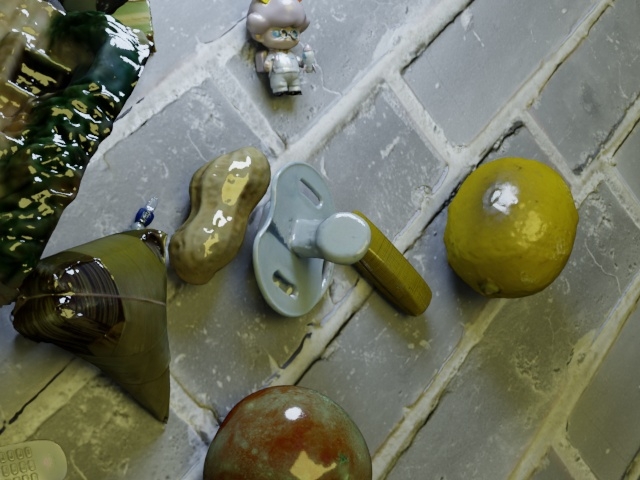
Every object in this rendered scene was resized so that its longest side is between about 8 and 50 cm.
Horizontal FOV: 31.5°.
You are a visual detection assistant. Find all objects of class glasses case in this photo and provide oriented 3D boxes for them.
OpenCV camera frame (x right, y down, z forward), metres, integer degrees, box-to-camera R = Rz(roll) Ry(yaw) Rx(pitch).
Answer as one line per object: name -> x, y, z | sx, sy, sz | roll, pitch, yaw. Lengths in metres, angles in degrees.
glasses case -> 0.117, 0.046, 2.092 | 0.234, 0.064, 0.079 | 47, 52, -16

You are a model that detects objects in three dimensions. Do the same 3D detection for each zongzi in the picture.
zongzi -> -0.311, 0.160, 1.641 | 0.289, 0.154, 0.318 | -27, 107, -63

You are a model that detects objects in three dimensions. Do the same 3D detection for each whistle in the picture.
whistle -> -0.289, -0.035, 1.841 | 0.033, 0.029, 0.083 | 31, 66, -7

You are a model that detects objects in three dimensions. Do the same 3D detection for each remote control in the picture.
remote control -> -0.467, 0.331, 1.587 | 0.229, 0.044, 0.073 | -9, 70, -30

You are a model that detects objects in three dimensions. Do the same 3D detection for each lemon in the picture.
lemon -> 0.367, -0.025, 2.185 | 0.260, 0.260, 0.284 | 36, 35, -23

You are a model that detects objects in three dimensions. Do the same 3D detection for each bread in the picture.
bread -> -0.350, -0.352, 1.904 | 0.139, 0.084, 0.074 | -9, 80, -7

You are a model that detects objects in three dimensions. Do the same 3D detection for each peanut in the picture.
peanut -> -0.171, -0.048, 1.879 | 0.125, 0.111, 0.274 | 34, 58, -19

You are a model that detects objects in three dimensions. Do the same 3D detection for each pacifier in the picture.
pacifier -> 0.000, 0.000, 1.935 | 0.227, 0.207, 0.279 | 40, 55, -42

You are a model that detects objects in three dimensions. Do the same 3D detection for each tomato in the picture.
tomato -> -0.040, 0.359, 1.781 | 0.270, 0.222, 0.270 | 11, 71, -37

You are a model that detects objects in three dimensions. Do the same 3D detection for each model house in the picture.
model house -> -0.506, -0.162, 1.481 | 0.400, 0.395, 0.445 | 31, 60, -16

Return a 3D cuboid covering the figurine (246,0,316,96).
figurine -> -0.074, -0.375, 2.059 | 0.137, 0.112, 0.229 | -10, 95, -30

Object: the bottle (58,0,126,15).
bottle -> -0.422, -0.501, 1.783 | 0.347, 0.168, 0.168 | 53, 52, -5

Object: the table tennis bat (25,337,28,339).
table tennis bat -> -0.390, 0.103, 1.731 | 0.158, 0.014, 0.095 | -36, 99, -40
